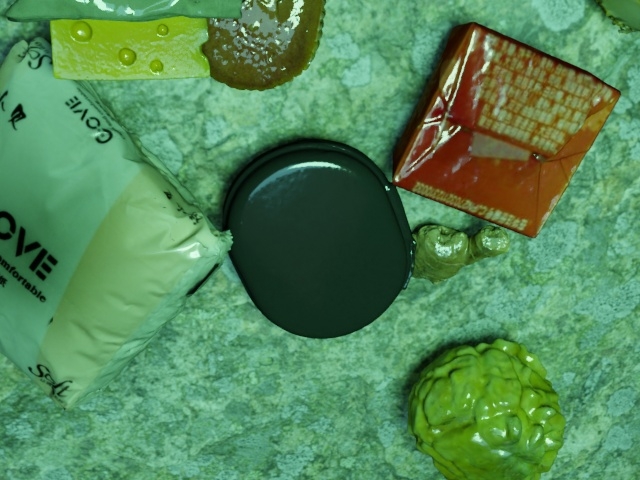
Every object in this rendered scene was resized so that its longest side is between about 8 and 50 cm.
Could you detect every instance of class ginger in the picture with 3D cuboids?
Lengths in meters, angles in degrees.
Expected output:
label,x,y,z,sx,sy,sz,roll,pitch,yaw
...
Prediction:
label,x,y,z,sx,sy,sz,roll,pitch,yaw
ginger,0.193,0.006,1.101,0.096,0.067,0.165,44,131,-18

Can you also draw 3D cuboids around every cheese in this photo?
label,x,y,z,sx,sy,sz,roll,pitch,yaw
cheese,-0.214,-0.242,0.891,0.171,0.126,0.093,5,117,6

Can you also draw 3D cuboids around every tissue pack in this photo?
label,x,y,z,sx,sy,sz,roll,pitch,yaw
tissue pack,-0.340,-0.005,0.982,0.375,0.195,0.390,40,106,0

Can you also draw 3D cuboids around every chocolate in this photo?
label,x,y,z,sx,sy,sz,roll,pitch,yaw
chocolate,0.238,-0.152,1.029,0.237,0.108,0.234,18,111,-17

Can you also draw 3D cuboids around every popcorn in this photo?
label,x,y,z,sx,sy,sz,roll,pitch,yaw
popcorn,0.262,0.269,1.181,0.249,0.225,0.249,8,138,8

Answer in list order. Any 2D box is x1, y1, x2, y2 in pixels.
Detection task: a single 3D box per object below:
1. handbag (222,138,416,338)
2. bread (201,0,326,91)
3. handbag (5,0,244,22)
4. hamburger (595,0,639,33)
label,x,y,z,sx,sy,sz,roll,pitch,yaw
handbag,0.000,-0.001,1.076,0.254,0.093,0.308,-22,116,2
bread,-0.083,-0.284,0.924,0.199,0.104,0.199,-2,115,-4
handbag,-0.206,-0.385,0.814,0.253,0.109,0.315,-2,82,-9
hamburger,0.453,-0.388,0.908,0.276,0.179,0.294,-7,119,-2
